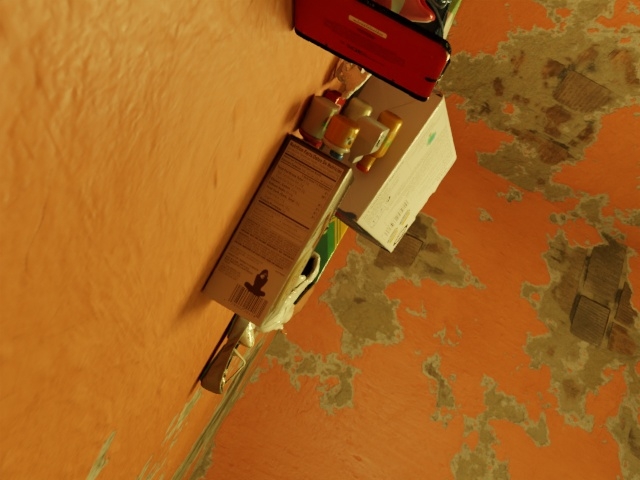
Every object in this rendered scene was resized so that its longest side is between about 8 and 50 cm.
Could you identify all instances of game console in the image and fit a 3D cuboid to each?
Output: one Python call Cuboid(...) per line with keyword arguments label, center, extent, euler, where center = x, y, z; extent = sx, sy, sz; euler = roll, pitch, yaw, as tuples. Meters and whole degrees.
Cuboid(label="game console", center=(0.057, -0.201, 0.497), extent=(0.085, 0.144, 0.124), euler=(-60, 176, -12))

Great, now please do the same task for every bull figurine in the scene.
Cuboid(label="bull figurine", center=(-0.074, 0.148, 1.705), extent=(0.310, 0.101, 0.188), euler=(-60, -179, 28))

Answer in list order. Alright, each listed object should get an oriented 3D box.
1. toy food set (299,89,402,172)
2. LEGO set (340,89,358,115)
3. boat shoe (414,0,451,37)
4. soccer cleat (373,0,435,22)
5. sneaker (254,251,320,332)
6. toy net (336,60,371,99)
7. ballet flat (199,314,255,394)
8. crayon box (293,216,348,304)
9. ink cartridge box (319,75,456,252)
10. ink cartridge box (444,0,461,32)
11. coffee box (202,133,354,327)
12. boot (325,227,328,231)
Cuboid(label="toy food set", center=(0.033, -0.150, 0.810), extent=(0.105, 0.111, 0.232), euler=(-61, 170, 26))
Cuboid(label="LEGO set", center=(0.084, -0.291, 1.101), extent=(0.182, 0.060, 0.244), euler=(-47, 170, -17))
Cuboid(label="boat shoe", center=(0.178, -0.424, 0.947), extent=(0.089, 0.108, 0.258), euler=(98, 4, -60))
Cuboid(label="soccer cleat", center=(0.103, -0.324, 0.482), extent=(0.083, 0.095, 0.248), euler=(-55, 168, -54))
Cuboid(label="sneaker", center=(-0.082, 0.105, 1.234), extent=(0.232, 0.090, 0.115), euler=(-54, 178, -22))
Cuboid(label="toy net", center=(0.072, -0.294, 0.829), extent=(0.122, 0.045, 0.232), euler=(-17, -147, 55))
Cuboid(label="ballet flat", center=(-0.177, 0.224, 1.147), extent=(0.213, 0.068, 0.072), euler=(-61, 176, -4))
Cuboid(label="crayon box", center=(0.000, 0.000, 1.477), extent=(0.323, 0.083, 0.203), euler=(-60, -176, -28))
Cuboid(label="ink cartridge box", center=(0.139, -0.136, 1.118), extent=(0.270, 0.151, 0.395), euler=(-55, 158, 2))
Cuboid(label="ink cartridge box", center=(0.209, -0.428, 1.198), extent=(0.213, 0.093, 0.154), euler=(-61, 176, -10))
Cuboid(label="coffee box", center=(-0.053, -0.013, 0.785), extent=(0.247, 0.098, 0.141), euler=(-60, 176, 2))
Cuboid(label="boot", center=(-0.065, 0.031, 1.126), extent=(0.165, 0.077, 0.213), euler=(-62, 171, 18))
